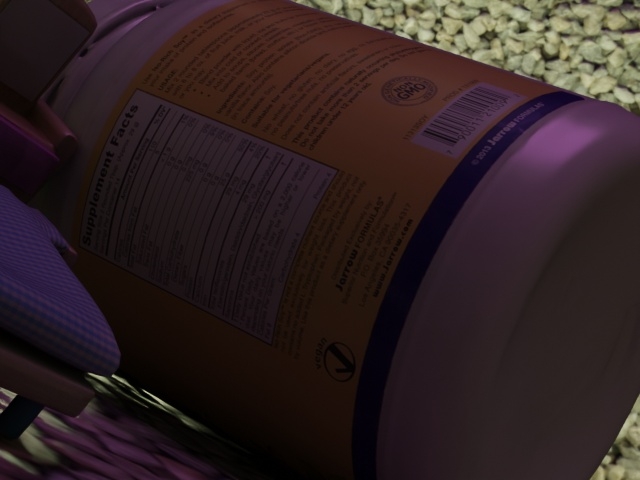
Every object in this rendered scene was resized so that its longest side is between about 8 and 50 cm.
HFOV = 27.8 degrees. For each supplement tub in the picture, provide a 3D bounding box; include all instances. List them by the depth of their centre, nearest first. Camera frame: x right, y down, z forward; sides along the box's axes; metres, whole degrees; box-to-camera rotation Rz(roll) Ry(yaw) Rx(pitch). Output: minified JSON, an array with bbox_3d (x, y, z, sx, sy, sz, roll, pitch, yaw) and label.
[{"bbox_3d":[0.000,0.000,0.709,0.331,0.241,0.241,24,-4,33],"label":"supplement tub"}]

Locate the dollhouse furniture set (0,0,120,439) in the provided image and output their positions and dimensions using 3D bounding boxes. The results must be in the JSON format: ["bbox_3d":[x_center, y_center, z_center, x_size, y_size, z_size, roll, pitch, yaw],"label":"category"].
[{"bbox_3d":[-0.119,-0.077,0.469,0.303,0.198,0.286,43,4,42],"label":"dollhouse furniture set"}]
